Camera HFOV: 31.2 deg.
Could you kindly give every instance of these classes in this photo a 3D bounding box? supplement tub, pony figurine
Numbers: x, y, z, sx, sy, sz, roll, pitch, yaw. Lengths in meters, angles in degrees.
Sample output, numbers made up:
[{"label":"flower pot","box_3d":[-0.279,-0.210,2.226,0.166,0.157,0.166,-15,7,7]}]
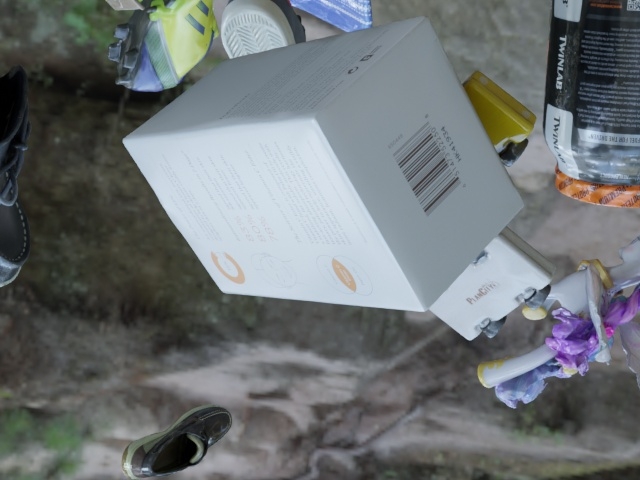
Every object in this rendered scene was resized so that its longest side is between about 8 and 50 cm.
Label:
[{"label":"supplement tub","box_3d":[0.389,-0.225,1.446,0.207,0.338,0.207,1,-161,0]},{"label":"pony figurine","box_3d":[0.424,0.129,1.794,0.363,0.351,0.303,-27,127,30]}]

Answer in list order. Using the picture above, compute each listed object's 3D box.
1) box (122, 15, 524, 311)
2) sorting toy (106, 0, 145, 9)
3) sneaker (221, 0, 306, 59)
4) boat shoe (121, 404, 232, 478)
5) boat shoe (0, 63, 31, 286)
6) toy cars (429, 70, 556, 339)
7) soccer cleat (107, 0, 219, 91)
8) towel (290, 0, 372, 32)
[{"label":"box","box_3d":[-0.007,-0.070,1.151,0.168,0.215,0.345,-44,-154,-28]},{"label":"sorting toy","box_3d":[-0.220,-0.266,1.167,0.062,0.012,0.083,15,157,47]},{"label":"sneaker","box_3d":[-0.063,-0.255,1.749,0.131,0.148,0.350,-1,138,7]},{"label":"boat shoe","box_3d":[-0.146,0.224,1.247,0.049,0.056,0.152,8,-157,39]},{"label":"boat shoe","box_3d":[-0.387,-0.115,1.234,0.155,0.187,0.500,-4,141,2]},{"label":"toy cars","box_3d":[0.179,-0.039,1.266,0.176,0.087,0.394,13,139,30]},{"label":"soccer cleat","box_3d":[-0.169,-0.282,1.407,0.121,0.093,0.289,-6,157,-31]},{"label":"towel","box_3d":[-0.019,-0.513,2.032,0.243,0.040,0.336,31,157,26]}]
